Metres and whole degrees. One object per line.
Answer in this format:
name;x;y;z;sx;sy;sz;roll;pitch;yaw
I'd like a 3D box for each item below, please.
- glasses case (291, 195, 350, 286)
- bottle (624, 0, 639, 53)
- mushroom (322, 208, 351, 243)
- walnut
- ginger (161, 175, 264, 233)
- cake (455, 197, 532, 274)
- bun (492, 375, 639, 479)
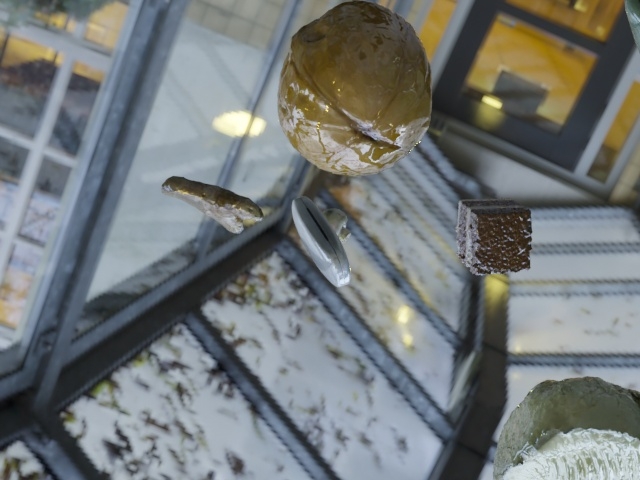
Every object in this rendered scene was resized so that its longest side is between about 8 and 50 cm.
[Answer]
glasses case;0.000;0.000;1.854;0.049;0.074;0.193;-23;-138;-11
bottle;0.591;-0.302;1.808;0.168;0.168;0.347;38;174;36
mushroom;0.022;-0.019;2.168;0.067;0.084;0.083;32;-160;11
walnut;0.039;-0.181;1.340;0.193;0.193;0.226;18;-141;-17
ginger;-0.089;-0.033;0.986;0.097;0.030;0.048;17;155;18
cake;0.341;-0.013;2.279;0.134;0.135;0.147;-3;-162;-16
bun;0.342;0.263;1.417;0.259;0.259;0.152;20;-139;-9
